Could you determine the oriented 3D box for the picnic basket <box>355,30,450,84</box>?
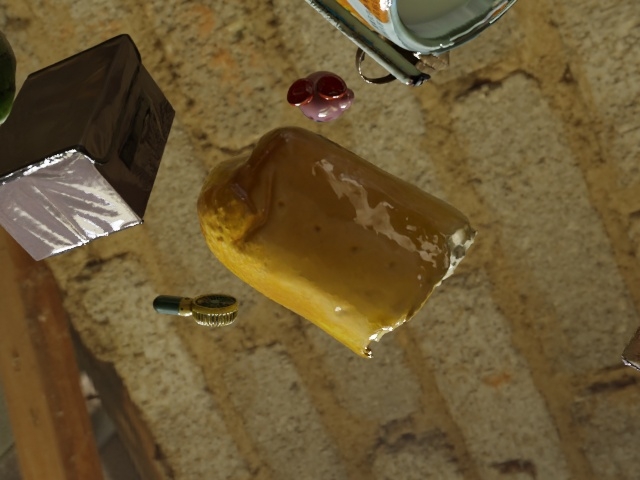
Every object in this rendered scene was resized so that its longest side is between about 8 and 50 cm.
[{"bbox_3d":[0.150,-0.365,1.737,0.138,0.178,0.128,50,153,41],"label":"picnic basket"}]

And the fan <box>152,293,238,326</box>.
[{"bbox_3d":[-0.222,0.121,1.605,0.082,0.155,0.039,-53,-32,-71],"label":"fan"}]

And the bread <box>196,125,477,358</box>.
[{"bbox_3d":[0.000,0.000,1.379,0.394,0.250,0.361,29,175,-1],"label":"bread"}]

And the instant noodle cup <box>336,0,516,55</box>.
[{"bbox_3d":[0.058,-0.290,0.653,0.214,0.296,0.296,42,-170,24],"label":"instant noodle cup"}]

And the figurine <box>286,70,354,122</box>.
[{"bbox_3d":[0.006,-0.187,1.173,0.071,0.083,0.067,47,-128,-65],"label":"figurine"}]

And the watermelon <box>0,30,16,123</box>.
[{"bbox_3d":[-0.335,-0.178,0.805,0.075,0.181,0.092,-35,-37,-62],"label":"watermelon"}]

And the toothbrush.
[{"bbox_3d":[-0.049,-0.187,0.549,0.294,0.028,0.026,38,-144,9],"label":"toothbrush"}]

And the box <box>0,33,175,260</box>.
[{"bbox_3d":[-0.321,-0.125,1.214,0.252,0.188,0.153,-88,-27,-45],"label":"box"}]

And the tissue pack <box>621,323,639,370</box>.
[{"bbox_3d":[0.491,0.066,1.006,0.123,0.215,0.256,10,-77,-54],"label":"tissue pack"}]
